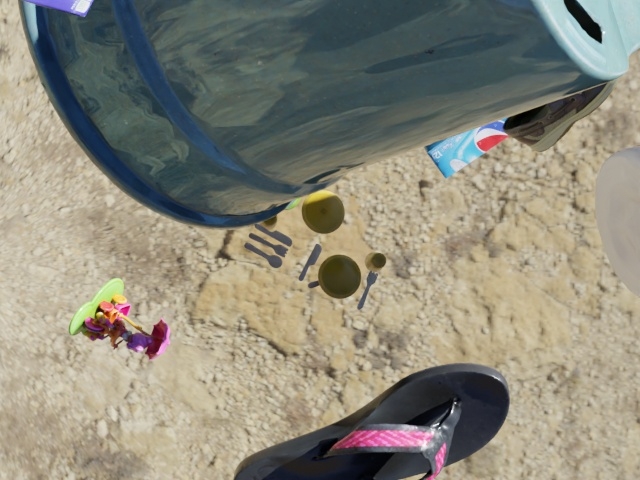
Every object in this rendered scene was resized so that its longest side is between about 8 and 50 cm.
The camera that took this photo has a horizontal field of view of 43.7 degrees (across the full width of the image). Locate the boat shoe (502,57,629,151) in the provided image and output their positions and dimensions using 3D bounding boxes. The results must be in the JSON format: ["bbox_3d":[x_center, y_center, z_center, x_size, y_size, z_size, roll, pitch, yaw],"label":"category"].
[{"bbox_3d":[0.323,-0.201,1.069,0.073,0.223,0.080,9,57,-17],"label":"boat shoe"}]

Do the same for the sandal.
[{"bbox_3d":[0.031,0.129,0.466,0.179,0.040,0.067,-26,112,10],"label":"sandal"}]

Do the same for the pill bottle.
[{"bbox_3d":[0.484,-0.051,0.870,0.318,0.176,0.176,-15,95,-7],"label":"pill bottle"}]

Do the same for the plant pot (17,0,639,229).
[{"bbox_3d":[0.024,-0.197,0.565,0.341,0.334,0.341,12,74,-48],"label":"plant pot"}]

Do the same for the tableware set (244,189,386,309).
[{"bbox_3d":[0.000,0.000,0.866,0.154,0.024,0.104,28,78,-6],"label":"tableware set"}]

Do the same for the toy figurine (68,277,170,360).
[{"bbox_3d":[-0.370,0.171,1.536,0.159,0.173,0.130,28,108,10],"label":"toy figurine"}]

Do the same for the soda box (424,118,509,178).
[{"bbox_3d":[0.281,-0.202,1.387,0.210,0.071,0.067,-35,118,13],"label":"soda box"}]

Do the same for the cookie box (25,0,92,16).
[{"bbox_3d":[-0.134,-0.161,0.371,0.040,0.107,0.092,37,106,12],"label":"cookie box"}]
